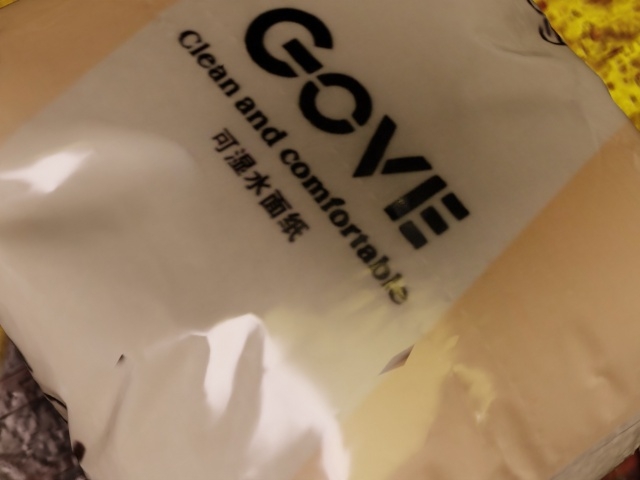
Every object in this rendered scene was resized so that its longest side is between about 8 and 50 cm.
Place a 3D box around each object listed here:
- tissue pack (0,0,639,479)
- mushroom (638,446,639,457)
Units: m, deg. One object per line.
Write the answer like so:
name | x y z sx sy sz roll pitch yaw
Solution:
tissue pack | 0.000 0.000 0.684 0.390 0.195 0.375 -34 81 -22
mushroom | 0.233 0.180 0.781 0.099 0.096 0.278 24 77 -13
